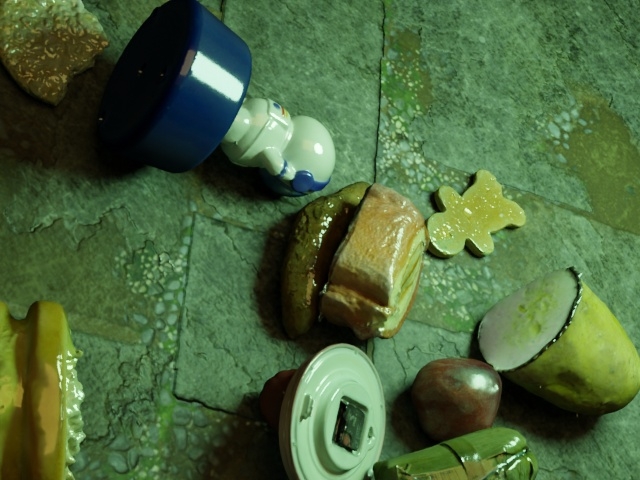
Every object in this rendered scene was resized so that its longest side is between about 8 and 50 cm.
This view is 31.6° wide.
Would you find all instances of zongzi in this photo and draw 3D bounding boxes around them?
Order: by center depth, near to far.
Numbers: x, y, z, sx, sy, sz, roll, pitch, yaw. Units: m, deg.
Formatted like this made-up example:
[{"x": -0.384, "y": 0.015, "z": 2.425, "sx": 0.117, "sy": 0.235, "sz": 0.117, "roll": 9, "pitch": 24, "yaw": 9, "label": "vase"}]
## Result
[{"x": 0.230, "y": 0.437, "z": 1.720, "sx": 0.251, "sy": 0.125, "sz": 0.274, "roll": -15, "pitch": 87, "yaw": -12, "label": "zongzi"}]

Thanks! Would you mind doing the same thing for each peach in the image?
[{"x": 0.231, "y": 0.256, "z": 1.830, "sx": 0.152, "sy": 0.152, "sz": 0.152, "roll": 13, "pitch": 60, "yaw": -22, "label": "peach"}]

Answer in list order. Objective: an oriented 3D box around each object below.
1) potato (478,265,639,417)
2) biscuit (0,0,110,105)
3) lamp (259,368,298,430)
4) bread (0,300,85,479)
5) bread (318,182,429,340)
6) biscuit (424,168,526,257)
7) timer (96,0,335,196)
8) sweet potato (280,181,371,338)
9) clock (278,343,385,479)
[{"x": 0.440, "y": 0.197, "z": 1.949, "sx": 0.266, "sy": 0.229, "sz": 0.229, "roll": 40, "pitch": 52, "yaw": -23, "label": "potato"}, {"x": -0.440, "y": -0.335, "z": 1.846, "sx": 0.188, "sy": 0.040, "sz": 0.265, "roll": 7, "pitch": 63, "yaw": -25, "label": "biscuit"}, {"x": -0.044, "y": 0.246, "z": 1.721, "sx": 0.101, "sy": 0.090, "sz": 0.101, "roll": -2, "pitch": 100, "yaw": -11, "label": "lamp"}, {"x": -0.428, "y": 0.213, "z": 1.458, "sx": 0.270, "sy": 0.211, "sz": 0.315, "roll": 11, "pitch": 58, "yaw": -22, "label": "bread"}, {"x": 0.090, "y": 0.054, "z": 1.837, "sx": 0.123, "sy": 0.190, "sz": 0.244, "roll": 15, "pitch": 52, "yaw": 18, "label": "bread"}, {"x": 0.271, "y": -0.040, "z": 2.078, "sx": 0.234, "sy": 0.030, "sz": 0.153, "roll": -35, "pitch": 84, "yaw": -36, "label": "biscuit"}, {"x": -0.135, "y": -0.187, "z": 1.830, "sx": 0.383, "sy": 0.270, "sz": 0.270, "roll": 28, "pitch": 54, "yaw": -30, "label": "timer"}, {"x": -0.003, "y": -0.001, "z": 1.876, "sx": 0.114, "sy": 0.092, "sz": 0.341, "roll": 49, "pitch": 49, "yaw": -29, "label": "sweet potato"}, {"x": 0.025, "y": 0.276, "z": 1.691, "sx": 0.244, "sy": 0.056, "sz": 0.244, "roll": 2, "pitch": 87, "yaw": -55, "label": "clock"}]
